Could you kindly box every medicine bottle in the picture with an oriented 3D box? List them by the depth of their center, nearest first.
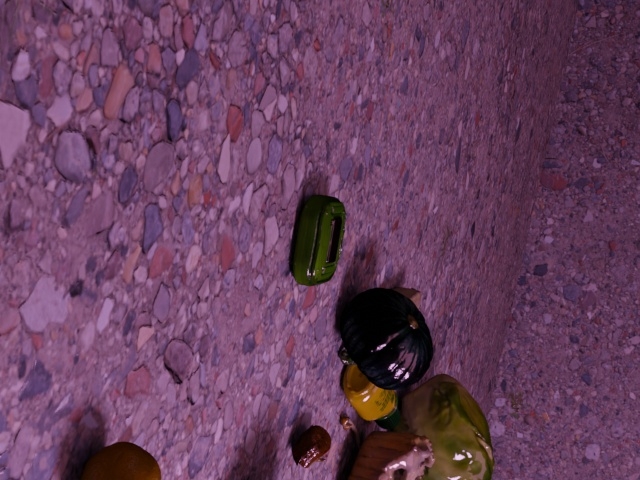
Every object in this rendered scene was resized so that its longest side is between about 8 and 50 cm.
[{"bbox_3d":[0.109,0.307,2.046,0.309,0.076,0.111,60,47,-61],"label":"medicine bottle"}]

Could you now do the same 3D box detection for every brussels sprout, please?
[{"bbox_3d":[0.273,0.457,2.366,0.259,0.227,0.294,44,24,-79],"label":"brussels sprout"}]

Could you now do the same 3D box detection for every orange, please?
[{"bbox_3d":[-0.212,0.258,1.104,0.095,0.085,0.085,-56,151,-59],"label":"orange"}]

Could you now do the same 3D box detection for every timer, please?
[{"bbox_3d":[0.000,0.000,1.610,0.128,0.047,0.140,-5,105,-71],"label":"timer"}]

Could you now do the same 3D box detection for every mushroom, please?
[{"bbox_3d":[0.074,0.395,2.088,0.028,0.026,0.286,-55,156,-15],"label":"mushroom"}]

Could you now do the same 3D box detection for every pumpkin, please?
[{"bbox_3d":[0.120,0.174,1.863,0.194,0.194,0.150,-60,-178,-42],"label":"pumpkin"}]

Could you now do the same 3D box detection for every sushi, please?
[{"bbox_3d":[-0.018,0.345,1.753,0.060,0.061,0.118,-41,162,18],"label":"sushi"}]

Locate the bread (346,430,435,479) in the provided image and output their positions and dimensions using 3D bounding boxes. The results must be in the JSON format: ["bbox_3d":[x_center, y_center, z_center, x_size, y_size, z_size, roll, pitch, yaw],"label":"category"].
[{"bbox_3d":[0.126,0.505,2.075,0.274,0.149,0.274,-43,141,-50],"label":"bread"}]

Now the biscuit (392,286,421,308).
[{"bbox_3d":[0.155,0.132,2.108,0.188,0.056,0.052,-24,124,-65],"label":"biscuit"}]
